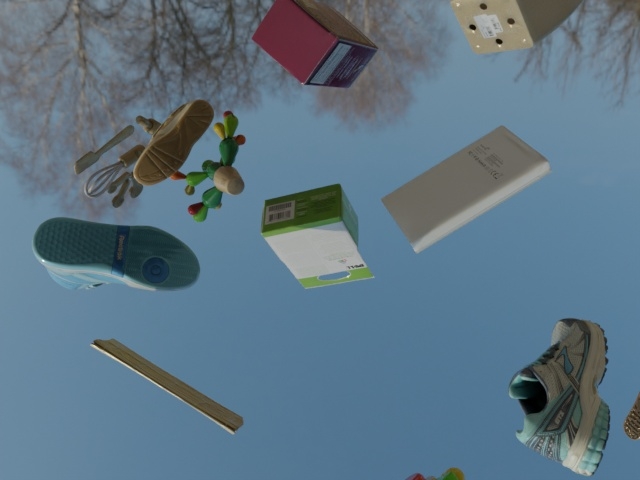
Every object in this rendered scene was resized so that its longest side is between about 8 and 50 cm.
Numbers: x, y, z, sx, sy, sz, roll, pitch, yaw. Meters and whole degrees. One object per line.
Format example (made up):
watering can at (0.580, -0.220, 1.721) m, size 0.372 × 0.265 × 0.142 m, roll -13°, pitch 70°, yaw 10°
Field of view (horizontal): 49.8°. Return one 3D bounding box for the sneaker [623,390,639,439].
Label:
sneaker at (0.721, 0.341, 1.461) m, size 0.086 × 0.192 × 0.064 m, roll -1°, pitch -146°, yaw -30°

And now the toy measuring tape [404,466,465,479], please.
toy measuring tape at (0.146, 0.532, 1.272) m, size 0.330 × 0.121 × 0.121 m, roll -32°, pitch -137°, yaw -28°

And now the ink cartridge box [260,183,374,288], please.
ink cartridge box at (0.000, 0.000, 1.590) m, size 0.188 × 0.255 × 0.097 m, roll -11°, pitch -127°, yaw 18°

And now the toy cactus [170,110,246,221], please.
toy cactus at (-0.194, -0.132, 1.289) m, size 0.112 × 0.219 × 0.180 m, roll 27°, pitch -175°, yaw -32°

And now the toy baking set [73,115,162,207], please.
toy baking set at (-0.367, -0.152, 1.344) m, size 0.030 × 0.197 × 0.256 m, roll 35°, pitch 178°, yaw 15°

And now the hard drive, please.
hard drive at (0.290, -0.112, 1.425) m, size 0.307 × 0.040 × 0.203 m, roll -32°, pitch -148°, yaw 4°

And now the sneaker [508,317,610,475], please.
sneaker at (0.339, 0.196, 0.993) m, size 0.122 × 0.110 × 0.283 m, roll 16°, pitch -147°, yaw 7°

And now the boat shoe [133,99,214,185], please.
boat shoe at (-0.243, -0.161, 1.125) m, size 0.170 × 0.063 × 0.059 m, roll -48°, pitch -147°, yaw -7°

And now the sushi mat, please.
sushi mat at (-0.285, 0.274, 1.313) m, size 0.316 × 0.151 × 0.019 m, roll 31°, pitch -99°, yaw 3°

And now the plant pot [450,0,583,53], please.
plant pot at (0.202, -0.262, 0.739) m, size 0.109 × 0.109 × 0.096 m, roll 6°, pitch -124°, yaw 44°

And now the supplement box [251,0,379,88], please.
supplement box at (-0.002, -0.282, 0.987) m, size 0.104 × 0.081 × 0.188 m, roll 43°, pitch -157°, yaw 9°

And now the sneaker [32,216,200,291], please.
sneaker at (-0.411, 0.046, 1.406) m, size 0.319 × 0.208 × 0.127 m, roll 15°, pitch -111°, yaw -13°
